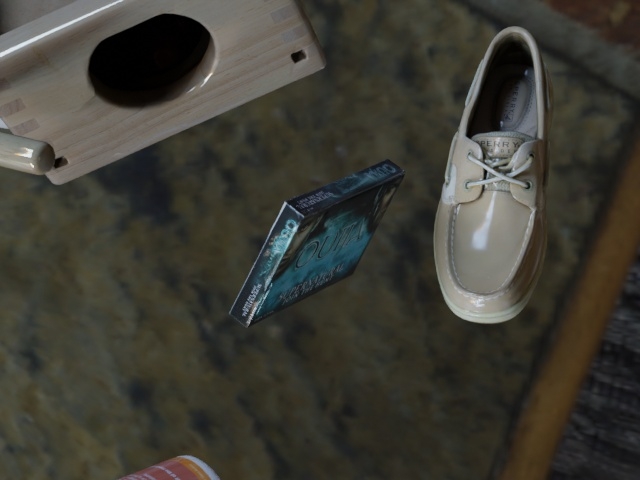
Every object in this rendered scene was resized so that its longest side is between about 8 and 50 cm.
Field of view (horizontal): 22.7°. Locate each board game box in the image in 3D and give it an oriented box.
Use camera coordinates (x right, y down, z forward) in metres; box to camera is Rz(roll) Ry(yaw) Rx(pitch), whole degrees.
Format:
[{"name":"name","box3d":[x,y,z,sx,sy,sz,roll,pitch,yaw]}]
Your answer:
[{"name":"board game box","box3d":[0.000,0.000,1.438,0.026,0.186,0.126,37,120,17]}]

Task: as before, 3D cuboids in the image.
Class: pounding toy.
[{"name":"pounding toy","box3d":[-0.110,-0.076,0.655,0.206,0.094,0.181,-24,55,4]}]

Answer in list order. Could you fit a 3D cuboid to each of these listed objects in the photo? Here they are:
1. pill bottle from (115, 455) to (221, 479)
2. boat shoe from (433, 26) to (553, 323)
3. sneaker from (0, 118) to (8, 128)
[{"name":"pill bottle","box3d":[-0.193,0.291,1.502,0.216,0.121,0.121,-17,96,-37]},{"name":"boat shoe","box3d":[0.167,-0.066,1.511,0.109,0.098,0.302,6,59,13]},{"name":"sneaker","box3d":[-0.232,-0.169,1.509,0.235,0.153,0.094,8,68,-16]}]
